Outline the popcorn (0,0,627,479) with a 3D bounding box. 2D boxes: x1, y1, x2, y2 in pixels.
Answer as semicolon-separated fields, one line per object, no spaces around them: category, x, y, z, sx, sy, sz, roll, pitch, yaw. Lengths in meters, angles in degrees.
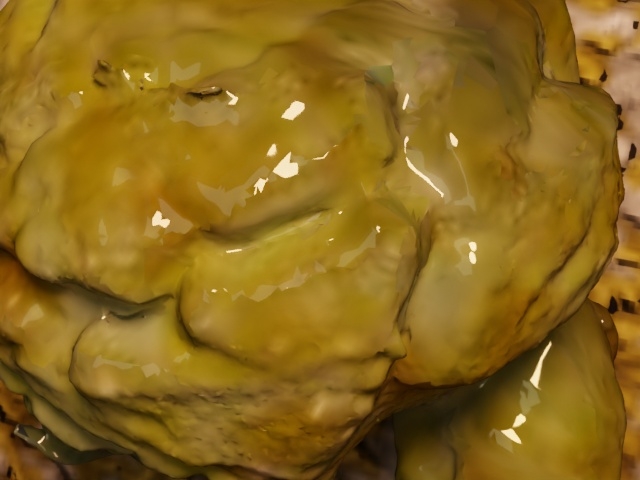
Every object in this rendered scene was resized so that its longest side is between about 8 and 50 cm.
popcorn;0.000;0.000;0.541;0.198;0.212;0.198;-37;25;20
